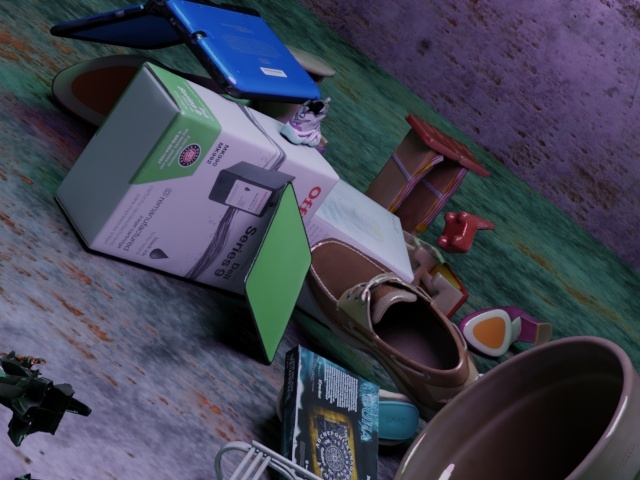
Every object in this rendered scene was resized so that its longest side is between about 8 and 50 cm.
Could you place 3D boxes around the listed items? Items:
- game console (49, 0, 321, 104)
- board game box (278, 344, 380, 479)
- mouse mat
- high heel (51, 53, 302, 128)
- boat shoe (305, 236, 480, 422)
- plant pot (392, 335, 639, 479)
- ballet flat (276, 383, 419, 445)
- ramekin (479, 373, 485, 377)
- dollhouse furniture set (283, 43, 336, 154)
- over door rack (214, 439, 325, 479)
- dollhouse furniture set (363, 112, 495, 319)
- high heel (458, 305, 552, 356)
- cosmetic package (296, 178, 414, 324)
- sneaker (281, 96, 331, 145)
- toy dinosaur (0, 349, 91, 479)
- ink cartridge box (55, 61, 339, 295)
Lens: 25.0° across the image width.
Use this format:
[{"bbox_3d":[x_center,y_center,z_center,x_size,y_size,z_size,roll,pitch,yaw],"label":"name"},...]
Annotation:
[{"bbox_3d":[-0.176,-0.240,1.973,0.250,0.173,0.293,52,20,12],"label":"game console"},{"bbox_3d":[0.011,0.220,1.583,0.126,0.026,0.186,30,45,-30],"label":"board game box"},{"bbox_3d":[-0.051,0.039,1.789,0.007,0.153,0.190,4,47,18],"label":"mouse mat"},{"bbox_3d":[-0.215,-0.192,2.147,0.377,0.127,0.181,11,-2,-15],"label":"high heel"},{"bbox_3d":[0.091,0.092,1.842,0.324,0.123,0.116,42,-22,33],"label":"boat shoe"},{"bbox_3d":[0.285,0.314,1.622,0.280,0.323,0.323,49,14,-17],"label":"plant pot"},{"bbox_3d":[0.016,0.199,1.720,0.248,0.086,0.086,22,23,-46],"label":"ballet flat"},{"bbox_3d":[0.243,0.283,1.881,0.207,0.109,0.207,34,18,-12],"label":"ramekin"},{"bbox_3d":[0.026,-0.136,2.371,0.303,0.198,0.286,47,19,25],"label":"dollhouse furniture set"},{"bbox_3d":[0.022,0.309,1.325,0.324,0.108,0.239,18,15,6],"label":"over door rack"},{"bbox_3d":[0.206,-0.030,2.453,0.152,0.201,0.374,27,20,-32],"label":"dollhouse furniture set"},{"bbox_3d":[0.278,0.139,2.420,0.117,0.082,0.244,15,13,41],"label":"high heel"},{"bbox_3d":[0.000,0.000,2.074,0.224,0.138,0.224,34,18,-16],"label":"cosmetic package"},{"bbox_3d":[-0.007,-0.158,1.862,0.038,0.069,0.098,41,16,9],"label":"sneaker"},{"bbox_3d":[-0.309,0.124,1.139,0.218,0.164,0.322,26,35,17],"label":"toy dinosaur"},{"bbox_3d":[-0.149,-0.068,1.817,0.289,0.211,0.121,19,23,-45],"label":"ink cartridge box"}]
